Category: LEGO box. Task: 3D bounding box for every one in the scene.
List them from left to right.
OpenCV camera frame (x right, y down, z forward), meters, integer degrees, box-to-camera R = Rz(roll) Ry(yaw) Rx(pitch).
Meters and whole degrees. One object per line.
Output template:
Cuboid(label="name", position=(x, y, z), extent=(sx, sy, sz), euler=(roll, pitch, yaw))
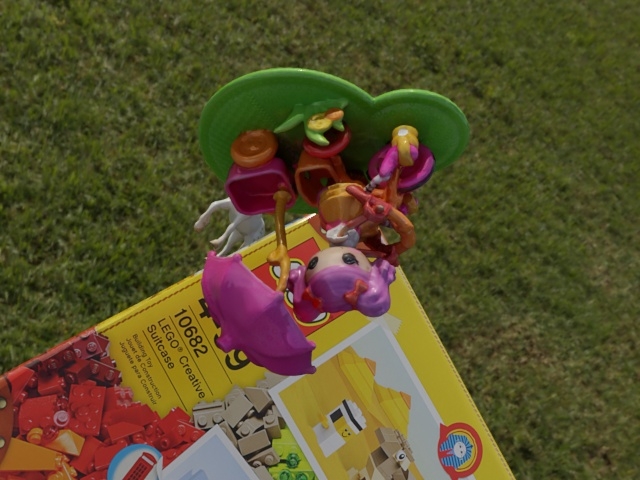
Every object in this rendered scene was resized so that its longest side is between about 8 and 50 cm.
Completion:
Cuboid(label="LEGO box", position=(-0.028, 0.271, 0.631), extent=(0.372, 0.193, 0.500), euler=(-29, 91, -24))

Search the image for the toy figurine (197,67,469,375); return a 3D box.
Cuboid(label="toy figurine", position=(0.000, 0.000, 0.428), extent=(0.173, 0.130, 0.159), euler=(-4, 52, 14))

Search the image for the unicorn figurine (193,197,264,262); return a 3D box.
Cuboid(label="unicorn figurine", position=(-0.086, -0.025, 0.848), extent=(0.060, 0.162, 0.111), euler=(44, 68, 7))
